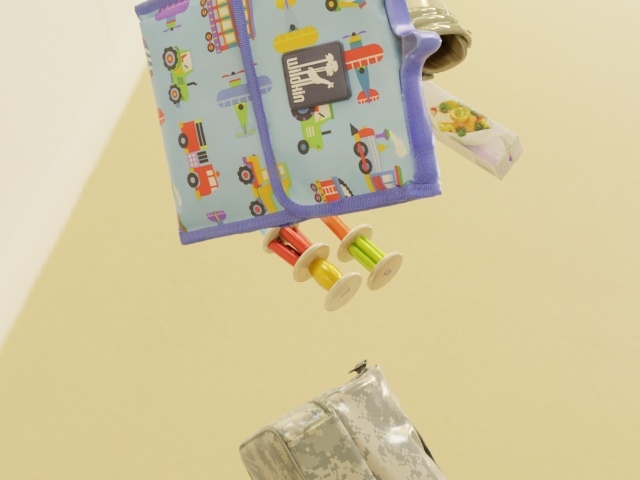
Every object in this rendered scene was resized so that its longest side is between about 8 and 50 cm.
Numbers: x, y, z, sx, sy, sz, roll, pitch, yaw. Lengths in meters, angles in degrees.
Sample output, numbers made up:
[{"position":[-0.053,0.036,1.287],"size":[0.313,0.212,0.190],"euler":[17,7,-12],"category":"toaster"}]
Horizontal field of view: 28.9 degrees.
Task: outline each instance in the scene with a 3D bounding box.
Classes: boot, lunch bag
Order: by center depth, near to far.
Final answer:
[{"position":[-0.006,-0.128,1.044],"size":[0.138,0.293,0.221],"euler":[-11,-89,-41],"category":"lunch bag"},{"position":[0.081,-0.225,1.167],"size":[0.077,0.165,0.213],"euler":[-44,-15,22],"category":"boot"},{"position":[0.064,0.363,1.894],"size":[0.256,0.305,0.212],"euler":[-29,-7,-28],"category":"lunch bag"}]

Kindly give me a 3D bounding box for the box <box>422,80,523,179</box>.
[{"position":[0.170,-0.209,1.958],"size":[0.063,0.324,0.067],"euler":[-52,-24,-6],"category":"box"}]

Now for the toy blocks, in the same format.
[{"position":[0.000,0.000,1.359],"size":[0.123,0.148,0.054],"euler":[-24,-33,-42],"category":"toy blocks"}]
